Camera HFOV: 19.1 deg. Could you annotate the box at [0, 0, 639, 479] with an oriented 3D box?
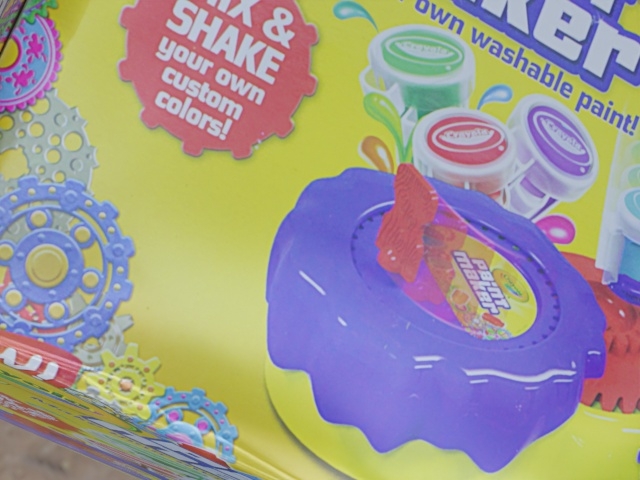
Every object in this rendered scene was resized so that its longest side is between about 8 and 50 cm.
[{"bbox_3d":[0.000,0.000,0.601,0.279,0.290,0.177,-5,-120,66],"label":"box"}]
